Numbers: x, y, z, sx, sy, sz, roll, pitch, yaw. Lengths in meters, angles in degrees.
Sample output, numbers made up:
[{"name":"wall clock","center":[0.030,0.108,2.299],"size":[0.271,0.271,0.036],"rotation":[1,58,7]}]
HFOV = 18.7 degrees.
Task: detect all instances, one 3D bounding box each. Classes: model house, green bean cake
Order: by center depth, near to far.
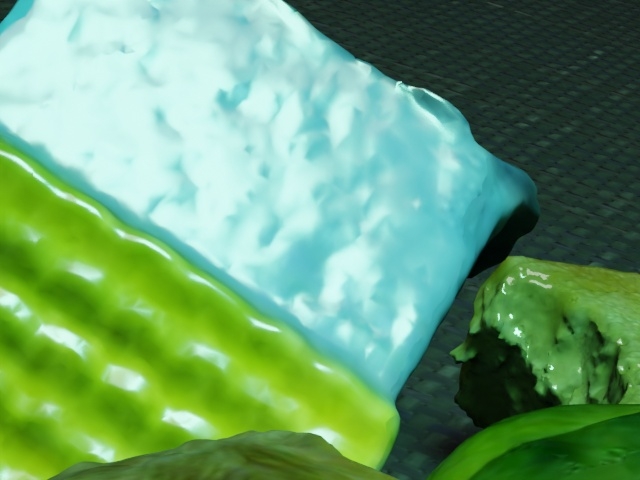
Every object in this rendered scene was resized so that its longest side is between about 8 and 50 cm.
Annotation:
[{"name":"model house","center":[-0.083,0.046,0.802],"size":[0.237,0.215,0.303],"rotation":[34,47,-2]},{"name":"green bean cake","center":[0.180,0.115,0.963],"size":[0.233,0.124,0.236],"rotation":[12,21,-5]}]

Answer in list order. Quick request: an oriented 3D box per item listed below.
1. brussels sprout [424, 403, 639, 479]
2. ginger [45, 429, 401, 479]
[{"name":"brussels sprout","center":[0.125,0.177,0.674],"size":[0.219,0.210,0.271],"rotation":[5,37,-7]},{"name":"ginger","center":[-0.031,0.149,0.533],"size":[0.275,0.130,0.221],"rotation":[1,22,28]}]
